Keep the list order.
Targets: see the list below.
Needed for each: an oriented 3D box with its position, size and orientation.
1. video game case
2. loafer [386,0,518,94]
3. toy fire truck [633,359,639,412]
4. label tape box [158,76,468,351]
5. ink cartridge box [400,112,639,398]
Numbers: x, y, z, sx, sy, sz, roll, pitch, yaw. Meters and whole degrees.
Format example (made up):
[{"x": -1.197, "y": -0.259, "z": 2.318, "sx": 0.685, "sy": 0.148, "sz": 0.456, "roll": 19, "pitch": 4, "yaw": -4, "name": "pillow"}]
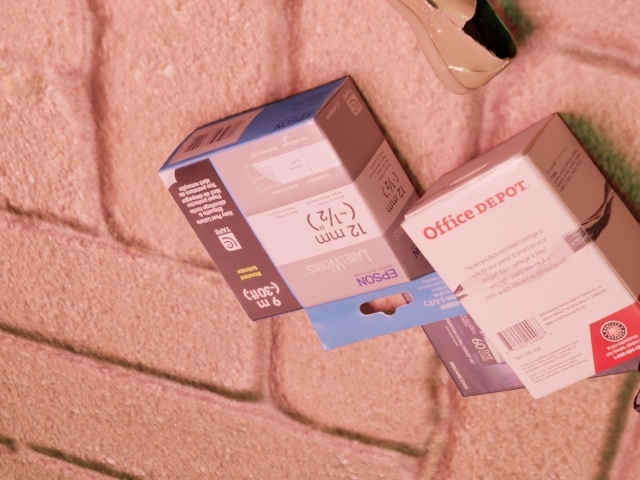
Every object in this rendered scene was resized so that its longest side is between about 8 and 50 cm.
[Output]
[{"x": 0.255, "y": 0.101, "z": 2.077, "sx": 0.274, "sy": 0.026, "sz": 0.196, "roll": -12, "pitch": 122, "yaw": 34, "name": "video game case"}, {"x": 0.126, "y": -0.273, "z": 1.769, "sx": 0.092, "sy": 0.102, "sz": 0.268, "roll": -14, "pitch": 130, "yaw": 33, "name": "loafer"}, {"x": 0.484, "y": 0.102, "z": 1.848, "sx": 0.158, "sy": 0.217, "sz": 0.246, "roll": 32, "pitch": 120, "yaw": -2, "name": "toy fire truck"}, {"x": 0.000, "y": 0.000, "z": 2.036, "sx": 0.249, "sy": 0.115, "sz": 0.347, "roll": -16, "pitch": 113, "yaw": 36, "name": "label tape box"}, {"x": 0.256, "y": 0.020, "z": 1.916, "sx": 0.197, "sy": 0.114, "sz": 0.273, "roll": -30, "pitch": 104, "yaw": 39, "name": "ink cartridge box"}]
